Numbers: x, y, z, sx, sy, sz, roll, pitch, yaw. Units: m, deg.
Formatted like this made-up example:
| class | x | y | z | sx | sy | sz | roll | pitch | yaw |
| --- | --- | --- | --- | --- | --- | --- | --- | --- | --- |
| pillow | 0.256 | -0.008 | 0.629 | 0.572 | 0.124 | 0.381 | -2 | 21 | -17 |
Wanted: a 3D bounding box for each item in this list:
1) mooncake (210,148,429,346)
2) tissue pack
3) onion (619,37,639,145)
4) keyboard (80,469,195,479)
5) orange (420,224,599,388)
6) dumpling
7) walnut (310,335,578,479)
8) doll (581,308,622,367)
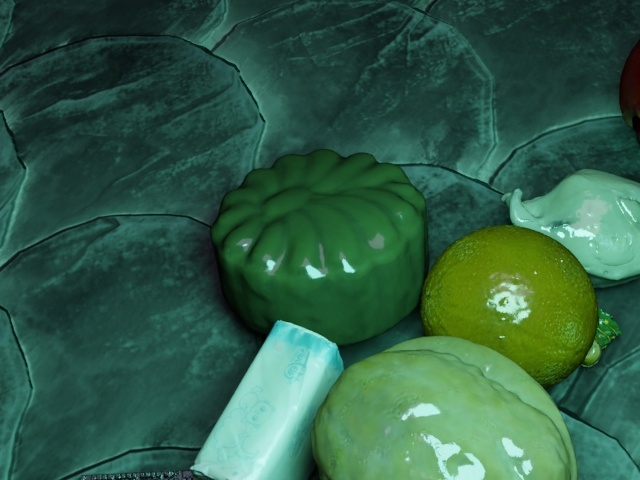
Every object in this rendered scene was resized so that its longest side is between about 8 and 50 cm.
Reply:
| class | x | y | z | sx | sy | sz | roll | pitch | yaw |
| --- | --- | --- | --- | --- | --- | --- | --- | --- | --- |
| mooncake | 0.000 | 0.000 | 1.654 | 0.356 | 0.194 | 0.356 | -4 | 36 | 3 |
| tissue pack | -0.066 | 0.282 | 1.510 | 0.124 | 0.201 | 0.271 | 18 | 58 | 23 |
| onion | 0.707 | -0.276 | 1.779 | 0.341 | 0.341 | 0.341 | -2 | 56 | 2 |
| keyboard | -0.275 | 0.383 | 1.564 | 0.195 | 0.018 | 0.060 | -4 | 58 | 2 |
| orange | 0.291 | 0.107 | 1.569 | 0.274 | 0.274 | 0.274 | -2 | 56 | 2 |
| dumpling | 0.463 | -0.026 | 1.739 | 0.318 | 0.187 | 0.243 | 3 | 16 | -4 |
| walnut | 0.164 | 0.312 | 1.385 | 0.381 | 0.381 | 0.381 | -2 | 56 | 2 |
| doll | 0.436 | 0.166 | 1.653 | 0.078 | 0.077 | 0.113 | 27 | 89 | 48 |
